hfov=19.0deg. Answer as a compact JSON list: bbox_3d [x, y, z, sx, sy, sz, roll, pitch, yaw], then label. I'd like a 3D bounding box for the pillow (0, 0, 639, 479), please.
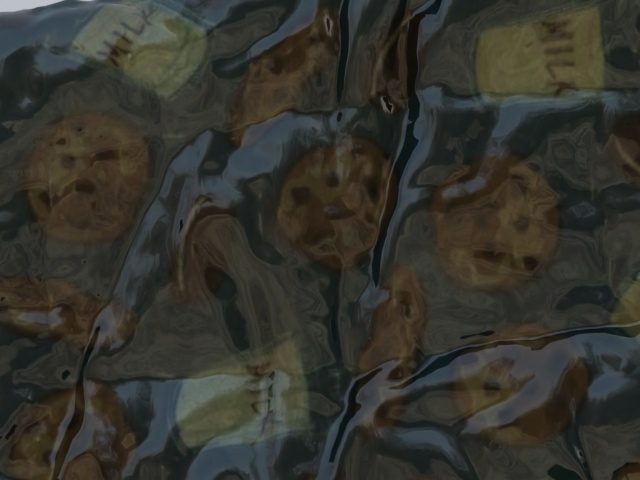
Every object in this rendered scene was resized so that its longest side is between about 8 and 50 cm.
[{"bbox_3d":[0.002,0.001,0.559,0.255,0.189,0.034,-7,-23,3],"label":"pillow"}]
